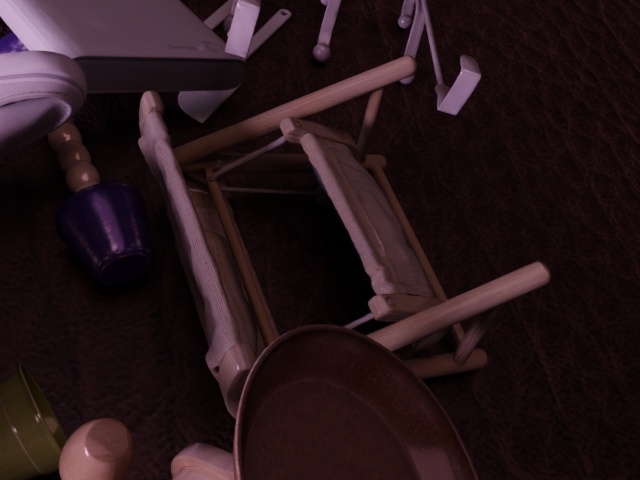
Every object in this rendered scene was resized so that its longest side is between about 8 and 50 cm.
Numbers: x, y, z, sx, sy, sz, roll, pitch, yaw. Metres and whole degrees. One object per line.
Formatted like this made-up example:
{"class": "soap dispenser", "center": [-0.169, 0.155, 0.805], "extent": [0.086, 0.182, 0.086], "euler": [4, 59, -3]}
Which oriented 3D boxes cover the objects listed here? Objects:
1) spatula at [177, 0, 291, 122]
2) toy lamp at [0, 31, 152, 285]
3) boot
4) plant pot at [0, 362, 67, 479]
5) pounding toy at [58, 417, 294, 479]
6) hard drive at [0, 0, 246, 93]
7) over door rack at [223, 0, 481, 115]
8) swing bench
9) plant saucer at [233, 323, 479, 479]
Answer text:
{"class": "spatula", "center": [-0.146, -0.244, 0.835], "extent": [0.168, 0.019, 0.242], "euler": [28, 51, 6]}
{"class": "toy lamp", "center": [-0.224, -0.080, 0.648], "extent": [0.080, 0.080, 0.275], "euler": [-17, 61, -27]}
{"class": "boot", "center": [-0.295, -0.047, 0.561], "extent": [0.258, 0.095, 0.123], "euler": [-22, 66, 5]}
{"class": "plant pot", "center": [-0.222, 0.140, 0.489], "extent": [0.079, 0.083, 0.083], "euler": [-29, 66, -19]}
{"class": "pounding toy", "center": [-0.073, 0.227, 0.429], "extent": [0.269, 0.154, 0.155], "euler": [50, 53, -2]}
{"class": "hard drive", "center": [-0.244, -0.255, 0.742], "extent": [0.203, 0.040, 0.307], "euler": [-14, 51, -46]}
{"class": "over door rack", "center": [0.016, -0.234, 0.798], "extent": [0.239, 0.108, 0.324], "euler": [13, 33, -12]}
{"class": "swing bench", "center": [0.000, 0.000, 0.605], "extent": [0.254, 0.165, 0.253], "euler": [-13, 59, -17]}
{"class": "plant saucer", "center": [0.022, 0.144, 0.412], "extent": [0.198, 0.036, 0.199], "euler": [32, 38, -29]}
